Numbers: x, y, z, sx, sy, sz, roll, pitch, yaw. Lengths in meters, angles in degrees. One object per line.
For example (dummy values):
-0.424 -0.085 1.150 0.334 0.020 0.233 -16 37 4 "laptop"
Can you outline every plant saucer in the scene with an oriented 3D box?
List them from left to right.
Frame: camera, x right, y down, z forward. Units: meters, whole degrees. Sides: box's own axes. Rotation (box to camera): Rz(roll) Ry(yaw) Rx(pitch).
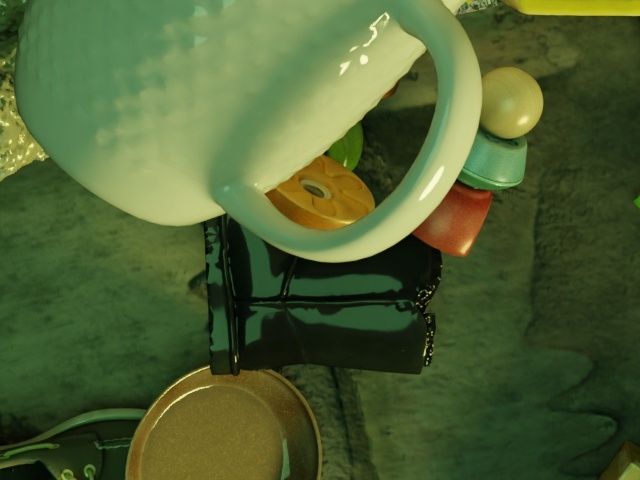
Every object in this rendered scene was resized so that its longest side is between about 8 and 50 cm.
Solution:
-0.093 0.206 1.451 0.198 0.036 0.198 -2 95 -28 "plant saucer"

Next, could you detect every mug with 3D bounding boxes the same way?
-0.037 -0.151 1.143 0.328 0.276 0.374 -50 63 18 "mug"

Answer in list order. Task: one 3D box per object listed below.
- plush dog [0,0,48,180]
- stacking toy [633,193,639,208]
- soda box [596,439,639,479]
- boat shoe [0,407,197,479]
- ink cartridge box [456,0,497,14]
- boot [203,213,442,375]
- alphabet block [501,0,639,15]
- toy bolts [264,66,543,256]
-0.249 -0.194 1.339 0.210 0.262 0.225 -6 117 -25 "plush dog"
0.409 -0.042 1.364 0.221 0.052 0.167 -39 94 16 "stacking toy"
0.257 0.277 1.454 0.061 0.058 0.181 33 106 -2 "soda box"
-0.251 0.228 1.442 0.305 0.091 0.109 -8 112 -15 "boat shoe"
0.091 -0.222 1.366 0.115 0.029 0.063 -11 102 9 "ink cartridge box"
0.000 0.000 1.403 0.207 0.094 0.246 -3 89 -4 "boot"
0.229 -0.280 1.234 0.192 0.197 0.193 -1 104 -3 "alphabet block"
0.070 -0.096 1.313 0.228 0.218 0.158 24 119 -7 "toy bolts"
